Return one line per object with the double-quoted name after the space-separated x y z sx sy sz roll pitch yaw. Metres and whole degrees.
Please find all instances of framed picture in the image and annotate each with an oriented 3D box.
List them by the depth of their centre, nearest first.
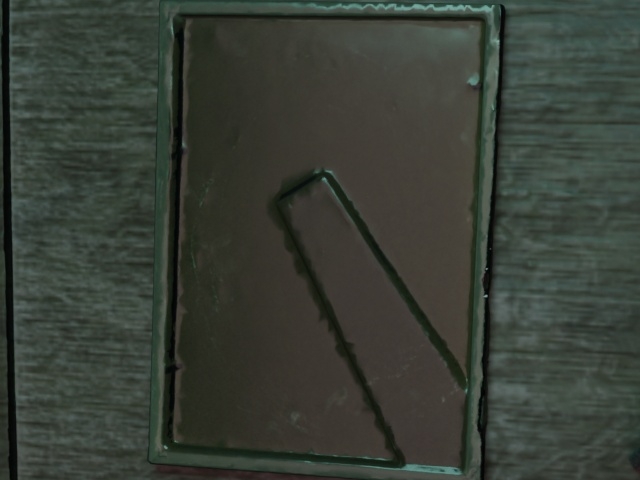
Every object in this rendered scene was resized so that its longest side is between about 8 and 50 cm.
0.000 0.000 0.982 0.247 0.022 0.335 2 95 12 "framed picture"

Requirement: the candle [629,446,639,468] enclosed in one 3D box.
0.357 0.147 0.813 0.342 0.221 0.221 8 96 12 "candle"
